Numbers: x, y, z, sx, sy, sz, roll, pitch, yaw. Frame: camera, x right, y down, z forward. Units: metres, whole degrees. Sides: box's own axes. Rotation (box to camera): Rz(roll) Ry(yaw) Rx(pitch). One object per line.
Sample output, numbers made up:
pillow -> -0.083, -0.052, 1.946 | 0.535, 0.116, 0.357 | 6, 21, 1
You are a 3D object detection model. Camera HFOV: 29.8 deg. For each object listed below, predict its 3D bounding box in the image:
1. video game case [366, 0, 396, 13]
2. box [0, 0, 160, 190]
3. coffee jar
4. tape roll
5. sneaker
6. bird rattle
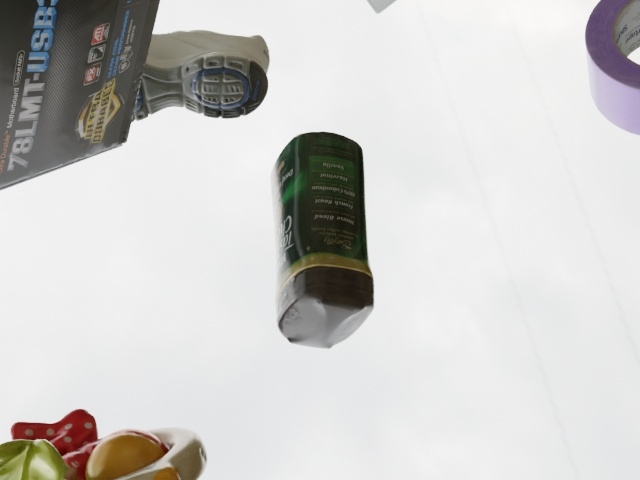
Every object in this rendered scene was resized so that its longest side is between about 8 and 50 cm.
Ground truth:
video game case -> 0.096, -0.499, 1.875 | 0.227, 0.206, 0.026 | 53, -143, -7
box -> -0.307, -0.190, 1.276 | 0.073, 0.295, 0.293 | 39, -139, 20
coffee jar -> 0.000, 0.000, 1.076 | 0.079, 0.096, 0.184 | 9, -126, -20
tape roll -> 0.390, -0.208, 1.331 | 0.080, 0.189, 0.189 | 67, -163, -52
sneaker -> -0.204, -0.227, 1.591 | 0.297, 0.111, 0.129 | 6, -145, 9
bird rattle -> -0.204, 0.229, 1.120 | 0.253, 0.207, 0.143 | -16, -87, -84
